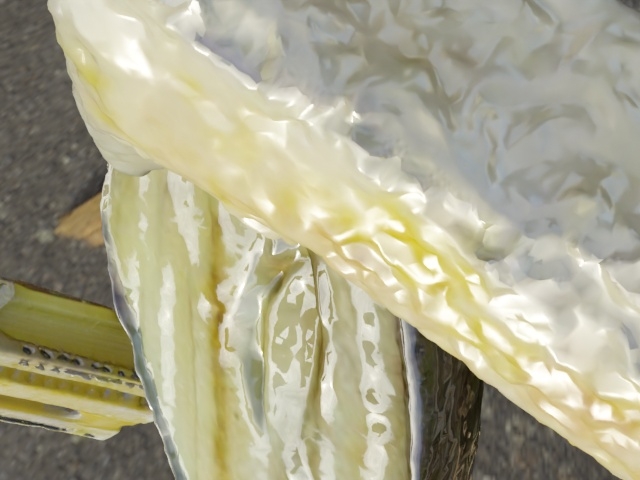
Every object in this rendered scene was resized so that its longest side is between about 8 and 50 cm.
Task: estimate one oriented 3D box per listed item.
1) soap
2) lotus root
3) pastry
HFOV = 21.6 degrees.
[{"bbox_3d":[-0.224,0.099,1.381,0.135,0.233,0.076,-27,61,36],"label":"soap"},{"bbox_3d":[0.002,-0.003,0.708,0.210,0.142,0.314,19,125,42],"label":"lotus root"},{"bbox_3d":[0.050,-0.006,0.360,0.258,0.121,0.089,30,86,13],"label":"pastry"}]
